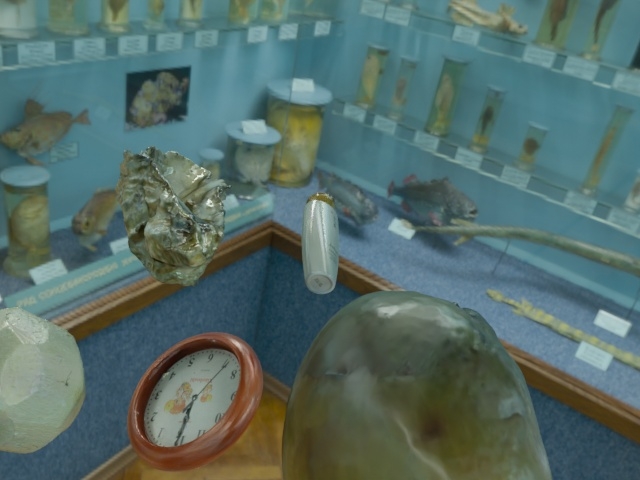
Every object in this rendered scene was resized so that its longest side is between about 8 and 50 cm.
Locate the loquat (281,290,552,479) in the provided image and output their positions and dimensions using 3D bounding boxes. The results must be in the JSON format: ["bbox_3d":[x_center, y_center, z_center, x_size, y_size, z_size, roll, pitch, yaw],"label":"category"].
[{"bbox_3d":[0.062,0.148,0.433,0.179,0.179,0.227,-3,73,-23],"label":"loquat"}]

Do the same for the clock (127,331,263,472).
[{"bbox_3d":[-0.173,0.218,0.859,0.205,0.051,0.205,-17,43,16],"label":"clock"}]

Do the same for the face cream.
[{"bbox_3d":[0.000,0.000,0.934,0.051,0.072,0.182,-24,37,20],"label":"face cream"}]

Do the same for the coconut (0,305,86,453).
[{"bbox_3d":[-0.368,0.160,0.725,0.161,0.162,0.161,-11,57,18],"label":"coconut"}]

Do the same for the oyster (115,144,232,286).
[{"bbox_3d":[-0.184,-0.037,0.780,0.166,0.110,0.341,29,17,-37],"label":"oyster"}]
